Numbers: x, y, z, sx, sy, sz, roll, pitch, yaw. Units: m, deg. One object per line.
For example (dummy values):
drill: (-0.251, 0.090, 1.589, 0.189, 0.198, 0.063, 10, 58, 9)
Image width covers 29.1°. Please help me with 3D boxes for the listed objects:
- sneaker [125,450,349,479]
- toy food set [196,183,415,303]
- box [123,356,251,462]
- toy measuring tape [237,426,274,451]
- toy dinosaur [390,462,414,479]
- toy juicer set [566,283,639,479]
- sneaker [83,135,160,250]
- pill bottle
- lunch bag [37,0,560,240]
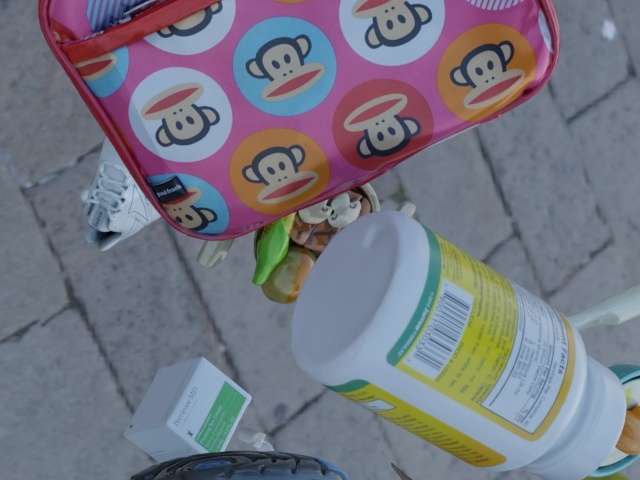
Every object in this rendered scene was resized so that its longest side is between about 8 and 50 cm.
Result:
sneaker: (-0.135, 0.265, 1.056, 0.341, 0.125, 0.139, -10, 88, -16)
toy food set: (0.000, 0.000, 1.080, 0.192, 0.038, 0.132, 16, 109, -36)
box: (-0.156, 0.206, 1.457, 0.087, 0.102, 0.101, 42, 54, -21)
toy measuring tape: (-0.062, 0.413, 1.682, 0.121, 0.121, 0.330, -45, 121, -39)
toy dinosaur: (0.153, 0.207, 0.805, 0.211, 0.112, 0.064, 28, 66, -24)
toy juicer set: (0.337, 0.162, 1.280, 0.209, 0.089, 0.329, -35, 131, -10)
sneaker: (-0.279, -0.077, 1.779, 0.111, 0.297, 0.129, 34, 61, 11)
pill bottle: (0.094, 0.076, 0.787, 0.208, 0.117, 0.117, 30, 61, -25)
lunch bag: (-0.019, -0.161, 0.772, 0.258, 0.293, 0.120, 60, 10, -29)
